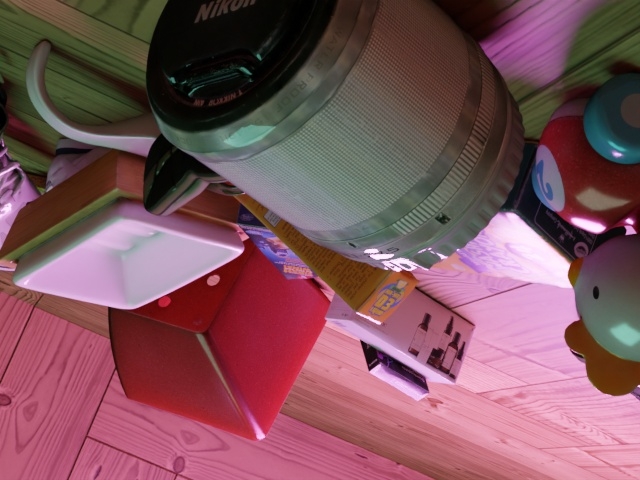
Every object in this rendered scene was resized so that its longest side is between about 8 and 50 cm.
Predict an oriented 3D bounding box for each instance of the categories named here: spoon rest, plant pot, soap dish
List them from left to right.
[{"bbox_3d":[-0.260,-0.014,1.985,0.229,0.118,0.291,16,150,-39],"label":"soap dish"},{"bbox_3d":[-0.230,-0.136,1.787,0.276,0.084,0.137,28,165,-18],"label":"spoon rest"},{"bbox_3d":[-0.175,0.109,2.303,0.267,0.267,0.235,15,150,26],"label":"plant pot"}]

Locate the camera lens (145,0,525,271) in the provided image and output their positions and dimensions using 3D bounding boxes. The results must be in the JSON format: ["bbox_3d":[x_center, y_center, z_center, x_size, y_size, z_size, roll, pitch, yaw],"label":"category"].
[{"bbox_3d":[0.012,-0.120,1.219,0.219,0.219,0.274,7,160,45],"label":"camera lens"}]

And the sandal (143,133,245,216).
[{"bbox_3d":[-0.105,-0.099,1.645,0.086,0.120,0.303,17,161,-26],"label":"sandal"}]

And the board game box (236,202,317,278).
[{"bbox_3d":[0.000,0.000,1.954,0.194,0.060,0.194,8,161,7],"label":"board game box"}]

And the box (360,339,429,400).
[{"bbox_3d":[0.103,0.157,2.268,0.116,0.029,0.162,33,-154,-35],"label":"box"}]

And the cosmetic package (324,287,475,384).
[{"bbox_3d":[0.121,0.120,2.180,0.239,0.098,0.060,32,160,-36],"label":"cosmetic package"}]

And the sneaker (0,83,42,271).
[{"bbox_3d":[-0.481,-0.097,2.046,0.257,0.169,0.447,6,148,46],"label":"sneaker"}]

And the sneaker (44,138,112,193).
[{"bbox_3d":[-0.304,-0.086,2.058,0.090,0.094,0.235,32,161,-30],"label":"sneaker"}]

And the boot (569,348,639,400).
[{"bbox_3d":[0.452,0.192,2.003,0.208,0.076,0.190,40,172,-33],"label":"boot"}]

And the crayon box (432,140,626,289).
[{"bbox_3d":[0.138,-0.037,1.613,0.323,0.083,0.203,9,161,42],"label":"crayon box"}]

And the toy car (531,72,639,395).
[{"bbox_3d":[0.266,0.013,1.296,0.210,0.238,0.219,22,165,-1],"label":"toy car"}]

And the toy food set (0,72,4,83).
[{"bbox_3d":[-0.445,-0.240,1.855,0.122,0.019,0.078,29,166,4],"label":"toy food set"}]

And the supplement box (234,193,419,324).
[{"bbox_3d":[0.004,-0.005,1.742,0.233,0.080,0.078,41,-174,30],"label":"supplement box"}]

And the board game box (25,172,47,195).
[{"bbox_3d":[-0.425,-0.052,2.472,0.124,0.039,0.259,13,166,28],"label":"board game box"}]
